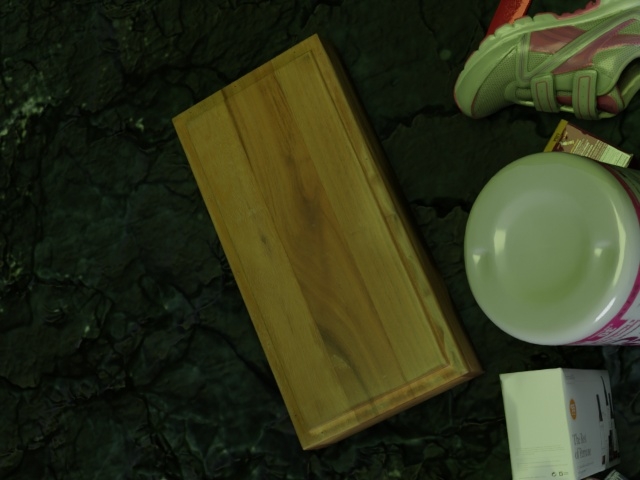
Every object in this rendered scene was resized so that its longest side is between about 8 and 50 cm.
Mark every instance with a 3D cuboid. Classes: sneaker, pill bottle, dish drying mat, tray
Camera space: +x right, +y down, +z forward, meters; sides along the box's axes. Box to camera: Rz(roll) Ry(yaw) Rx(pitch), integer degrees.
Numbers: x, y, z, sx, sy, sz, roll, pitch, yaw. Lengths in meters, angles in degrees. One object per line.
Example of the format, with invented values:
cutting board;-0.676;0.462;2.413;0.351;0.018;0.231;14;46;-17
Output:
sneaker;0.257;-0.173;1.179;0.252;0.103;0.111;-22;67;20
pill bottle;0.269;0.015;1.046;0.160;0.283;0.161;-4;84;41
dish drying mat;0.210;-0.253;1.266;0.032;0.008;0.083;25;93;22
tray;0.000;0.000;1.288;0.202;0.076;0.411;-28;75;17

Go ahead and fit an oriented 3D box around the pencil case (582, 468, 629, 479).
pencil case;0.223;0.357;1.090;0.124;0.124;0.284;37;82;22

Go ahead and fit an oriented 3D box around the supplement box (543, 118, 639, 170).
supplement box;0.278;-0.084;1.192;0.083;0.055;0.043;31;95;22

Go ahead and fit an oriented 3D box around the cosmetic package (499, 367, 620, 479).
cosmetic package;0.229;0.169;1.082;0.060;0.239;0.099;-11;80;22
